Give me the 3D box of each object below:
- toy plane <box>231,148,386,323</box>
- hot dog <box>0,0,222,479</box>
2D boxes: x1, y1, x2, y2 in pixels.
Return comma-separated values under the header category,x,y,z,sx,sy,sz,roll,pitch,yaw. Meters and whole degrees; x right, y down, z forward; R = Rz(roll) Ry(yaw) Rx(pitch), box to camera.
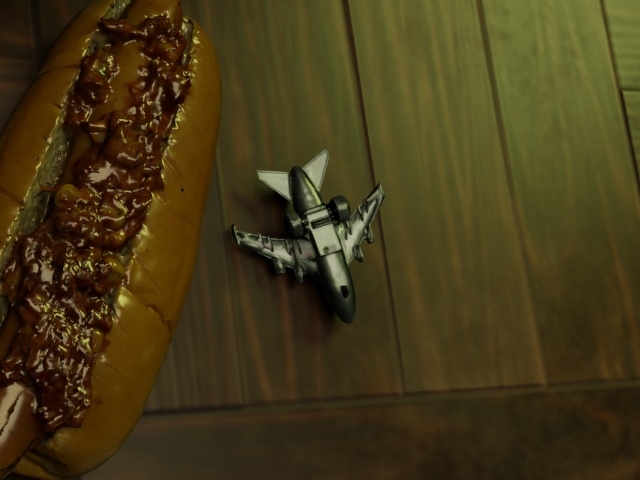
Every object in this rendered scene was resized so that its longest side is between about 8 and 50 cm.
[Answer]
category,x,y,z,sx,sy,sz,roll,pitch,yaw
toy plane,0.000,0.000,0.716,0.079,0.031,0.083,-19,79,-14
hot dog,-0.099,-0.003,0.643,0.102,0.076,0.249,27,63,-19
